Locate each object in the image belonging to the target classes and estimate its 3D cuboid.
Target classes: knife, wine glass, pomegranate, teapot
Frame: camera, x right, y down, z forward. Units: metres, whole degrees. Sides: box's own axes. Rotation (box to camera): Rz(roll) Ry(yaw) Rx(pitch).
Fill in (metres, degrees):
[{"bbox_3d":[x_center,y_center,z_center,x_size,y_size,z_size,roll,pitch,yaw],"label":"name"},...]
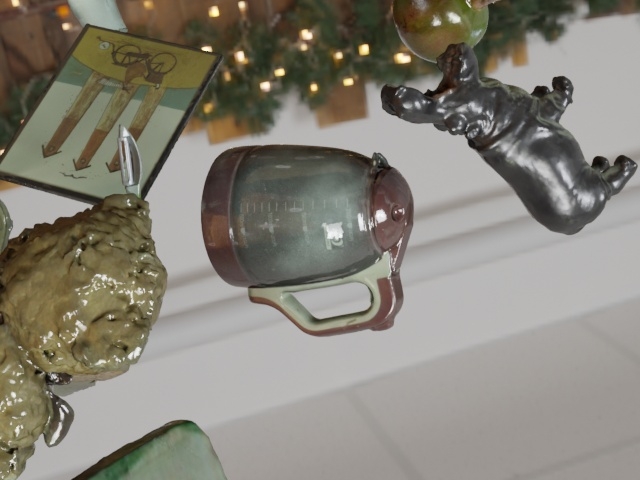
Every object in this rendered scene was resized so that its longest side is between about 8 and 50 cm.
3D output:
[{"bbox_3d":[-0.206,-0.041,1.231,0.026,0.184,0.022,-16,-161,-35],"label":"knife"},{"bbox_3d":[-0.467,-0.494,2.208,0.093,0.202,0.093,-28,-178,1],"label":"wine glass"},{"bbox_3d":[0.238,-0.421,1.953,0.224,0.181,0.181,-27,-175,42],"label":"pomegranate"},{"bbox_3d":[0.000,0.000,1.745,0.312,0.315,0.233,-1,-172,26],"label":"teapot"}]

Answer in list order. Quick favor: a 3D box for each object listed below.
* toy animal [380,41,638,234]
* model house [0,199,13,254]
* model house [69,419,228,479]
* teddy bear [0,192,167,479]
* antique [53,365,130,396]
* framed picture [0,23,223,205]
[{"bbox_3d":[0.246,-0.149,1.428,0.168,0.343,0.106,-59,-166,-9],"label":"toy animal"},{"bbox_3d":[-0.692,0.007,1.812,0.278,0.205,0.218,0,-117,14],"label":"model house"},{"bbox_3d":[-0.266,0.385,1.235,0.280,0.245,0.312,-26,180,23],"label":"model house"},{"bbox_3d":[-0.248,0.066,0.989,0.256,0.156,0.267,-19,-128,17],"label":"teddy bear"},{"bbox_3d":[-0.436,0.188,1.912,0.284,0.125,0.150,-19,156,37],"label":"antique"},{"bbox_3d":[-0.320,-0.193,1.666,0.244,0.013,0.324,15,-122,15],"label":"framed picture"}]
